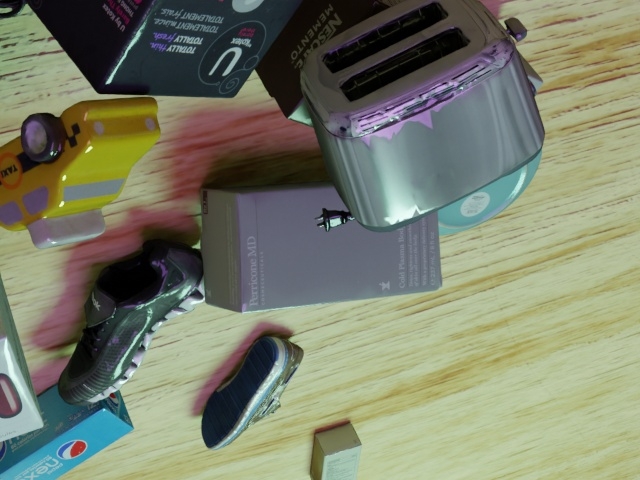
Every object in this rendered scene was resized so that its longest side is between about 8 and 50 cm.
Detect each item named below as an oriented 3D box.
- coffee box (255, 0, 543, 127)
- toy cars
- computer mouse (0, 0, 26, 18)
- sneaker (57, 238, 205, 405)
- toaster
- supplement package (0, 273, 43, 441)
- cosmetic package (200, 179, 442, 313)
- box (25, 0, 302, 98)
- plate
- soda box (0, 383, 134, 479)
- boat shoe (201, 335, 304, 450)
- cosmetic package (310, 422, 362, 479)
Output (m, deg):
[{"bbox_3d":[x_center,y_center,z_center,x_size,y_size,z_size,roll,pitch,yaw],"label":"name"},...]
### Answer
[{"bbox_3d":[0.075,-0.162,1.160,0.246,0.098,0.141,14,125,-42],"label":"coffee box"},{"bbox_3d":[-0.299,-0.007,0.907,0.393,0.087,0.176,-18,175,-6],"label":"toy cars"},{"bbox_3d":[-0.335,-0.120,0.983,0.188,0.072,0.272,-2,123,-28],"label":"computer mouse"},{"bbox_3d":[-0.216,0.079,1.281,0.234,0.078,0.106,-44,138,14],"label":"sneaker"},{"bbox_3d":[0.077,-0.111,1.037,0.227,0.129,0.146,-26,138,-2],"label":"toaster"},{"bbox_3d":[-0.406,0.093,1.065,0.261,0.204,0.145,-19,141,-12],"label":"supplement package"},{"bbox_3d":[0.000,0.000,1.262,0.238,0.107,0.127,-8,98,-30],"label":"cosmetic package"},{"bbox_3d":[-0.082,-0.251,0.892,0.165,0.143,0.270,-6,141,-55],"label":"box"},{"bbox_3d":[0.178,-0.066,1.401,0.188,0.024,0.188,-18,141,-15],"label":"plate"},{"bbox_3d":[-0.326,0.235,1.394,0.210,0.067,0.071,-32,143,5],"label":"soda box"},{"bbox_3d":[-0.081,0.196,1.507,0.066,0.066,0.183,11,128,-42],"label":"boat shoe"},{"bbox_3d":[0.021,0.315,1.730,0.060,0.041,0.115,-13,140,-19],"label":"cosmetic package"}]
